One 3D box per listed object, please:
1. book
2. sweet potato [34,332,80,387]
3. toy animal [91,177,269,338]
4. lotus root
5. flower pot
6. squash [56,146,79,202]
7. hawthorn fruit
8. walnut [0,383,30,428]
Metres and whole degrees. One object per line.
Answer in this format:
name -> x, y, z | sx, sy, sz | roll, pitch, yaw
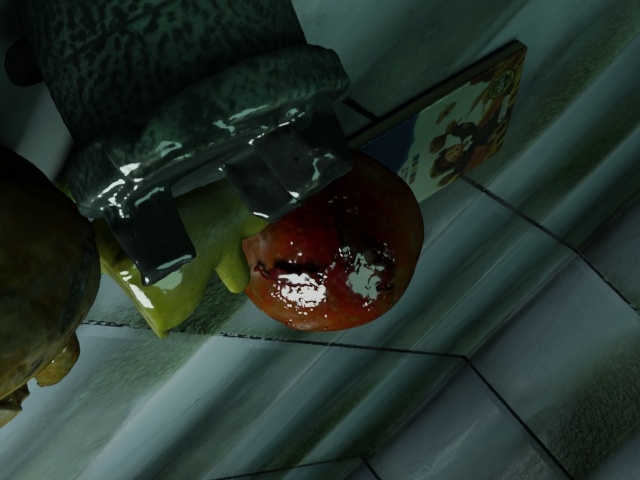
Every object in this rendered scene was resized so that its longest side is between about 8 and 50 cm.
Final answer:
book -> 0.181, -0.159, 1.613 | 0.428, 0.039, 0.300 | -33, 154, -18
sweet potato -> -0.377, 0.137, 1.270 | 0.074, 0.075, 0.269 | -24, 147, -32
toy animal -> -0.134, -0.037, 1.171 | 0.363, 0.181, 0.180 | -37, 168, -32
lotus root -> -0.362, 0.047, 0.906 | 0.316, 0.316, 0.250 | -54, 164, 27
flower pot -> -0.127, -0.129, 0.835 | 0.299, 0.283, 0.299 | -25, -178, 1
squash -> -0.226, -0.121, 1.046 | 0.331, 0.087, 0.087 | -47, 155, 19
hawthorn fruit -> 0.016, -0.005, 1.344 | 0.316, 0.316, 0.316 | -32, 154, -18
walnut -> -0.470, 0.193, 1.154 | 0.204, 0.141, 0.238 | -25, 149, -21
